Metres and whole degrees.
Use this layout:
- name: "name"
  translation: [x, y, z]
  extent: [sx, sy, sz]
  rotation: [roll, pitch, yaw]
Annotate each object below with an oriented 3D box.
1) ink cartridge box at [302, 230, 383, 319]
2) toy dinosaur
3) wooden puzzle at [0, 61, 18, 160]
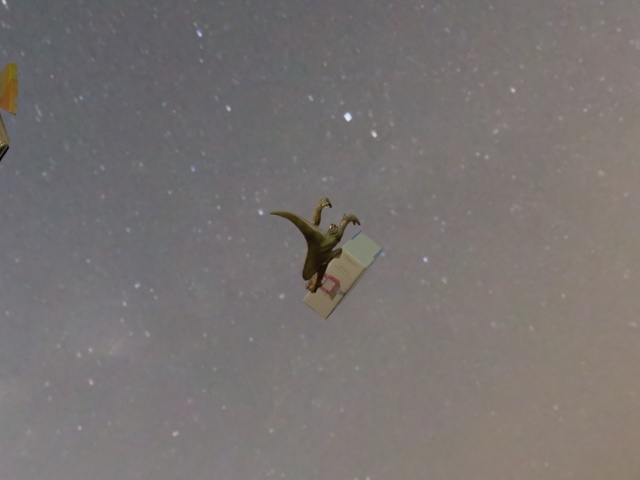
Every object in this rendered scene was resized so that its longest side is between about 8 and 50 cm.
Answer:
- name: "ink cartridge box"
  translation: [0.035, 0.055, 1.359]
  extent: [0.122, 0.052, 0.088]
  rotation: [-53, -7, 29]
- name: "toy dinosaur"
  translation: [0.000, 0.000, 0.981]
  extent: [0.093, 0.053, 0.183]
  rotation: [-57, -25, -23]
- name: "wooden puzzle"
  translation: [-0.245, -0.066, 0.618]
  extent: [0.014, 0.079, 0.116]
  rotation: [21, -54, -42]
